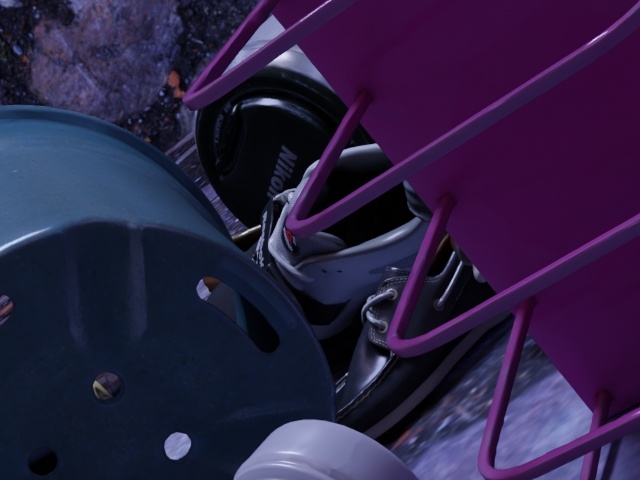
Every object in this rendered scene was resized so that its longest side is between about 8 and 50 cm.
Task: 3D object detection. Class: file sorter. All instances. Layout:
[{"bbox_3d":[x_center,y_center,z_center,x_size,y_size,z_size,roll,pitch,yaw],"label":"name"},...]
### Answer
[{"bbox_3d":[0.111,-0.027,0.710,0.202,0.291,0.182,-32,16,29],"label":"file sorter"}]

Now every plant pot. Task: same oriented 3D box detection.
[{"bbox_3d":[-0.158,0.093,1.007,0.341,0.341,0.334,-40,17,-11],"label":"plant pot"}]

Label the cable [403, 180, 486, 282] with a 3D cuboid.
[{"bbox_3d":[0.106,-0.058,1.104,0.139,0.072,0.287,-2,29,-9],"label":"cable"}]

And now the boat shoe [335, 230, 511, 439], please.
[{"bbox_3d":[0.056,0.056,1.090,0.233,0.079,0.084,-44,12,-18],"label":"boat shoe"}]

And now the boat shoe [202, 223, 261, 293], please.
[{"bbox_3d":[0.031,-0.014,1.373,0.307,0.104,0.111,-34,12,20],"label":"boat shoe"}]

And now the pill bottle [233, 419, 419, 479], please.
[{"bbox_3d":[-0.047,0.192,0.708,0.136,0.136,0.246,-26,16,47],"label":"pill bottle"}]

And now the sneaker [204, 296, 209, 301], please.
[{"bbox_3d":[-0.087,0.074,1.509,0.170,0.063,0.075,-36,10,36],"label":"sneaker"}]

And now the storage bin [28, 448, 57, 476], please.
[{"bbox_3d":[-0.218,0.199,1.359,0.135,0.098,0.091,-31,3,31],"label":"storage bin"}]

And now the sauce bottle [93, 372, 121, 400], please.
[{"bbox_3d":[-0.214,0.149,1.651,0.128,0.042,0.042,-35,11,25],"label":"sauce bottle"}]

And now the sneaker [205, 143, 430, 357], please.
[{"bbox_3d":[0.000,0.000,1.239,0.330,0.122,0.146,-33,-29,33],"label":"sneaker"}]

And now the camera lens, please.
[{"bbox_3d":[0.029,-0.131,1.552,0.219,0.219,0.274,-27,15,44],"label":"camera lens"}]
